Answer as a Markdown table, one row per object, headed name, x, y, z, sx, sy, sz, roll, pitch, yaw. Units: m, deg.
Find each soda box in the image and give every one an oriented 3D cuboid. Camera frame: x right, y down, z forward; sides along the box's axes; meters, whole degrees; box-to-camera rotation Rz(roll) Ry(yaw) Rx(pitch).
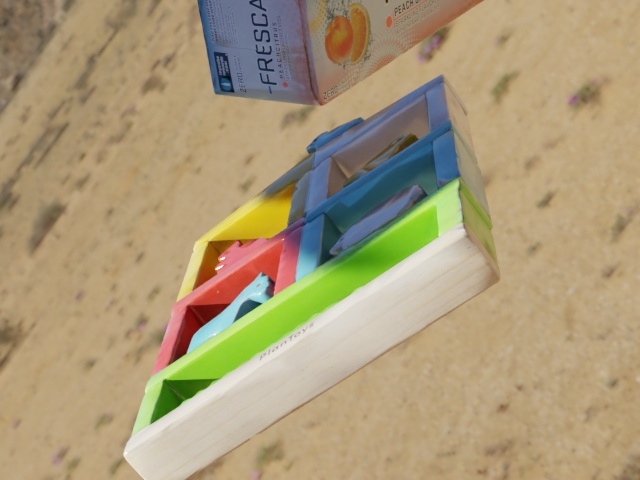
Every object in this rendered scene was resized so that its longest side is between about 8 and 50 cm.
| name | x | y | z | sx | sy | sz | roll | pitch | yaw |
| --- | --- | --- | --- | --- | --- | --- | --- | --- | --- |
| soda box | 0.023 | -0.124 | 0.582 | 0.063 | 0.058 | 0.183 | 10 | 32 | 34 |

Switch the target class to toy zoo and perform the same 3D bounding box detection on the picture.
| name | x | y | z | sx | sy | sz | roll | pitch | yaw |
| --- | --- | --- | --- | --- | --- | --- | --- | --- | --- |
| toy zoo | 0.000 | 0.000 | 0.675 | 0.192 | 0.030 | 0.293 | -34 | 17 | 15 |
